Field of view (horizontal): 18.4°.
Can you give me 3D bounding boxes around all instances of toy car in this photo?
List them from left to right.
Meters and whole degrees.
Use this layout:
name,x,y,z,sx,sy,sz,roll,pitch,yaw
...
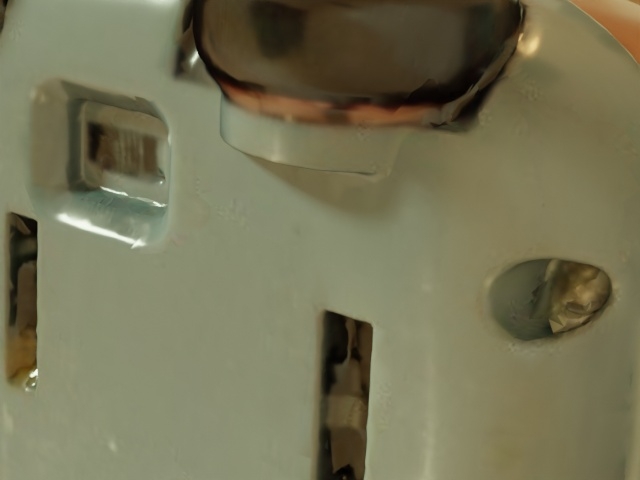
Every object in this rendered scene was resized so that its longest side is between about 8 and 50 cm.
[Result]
name,x,y,z,sx,sy,sz,roll,pitch,yaw
toy car,0.000,0.000,0.508,0.271,0.212,0.180,16,111,37
